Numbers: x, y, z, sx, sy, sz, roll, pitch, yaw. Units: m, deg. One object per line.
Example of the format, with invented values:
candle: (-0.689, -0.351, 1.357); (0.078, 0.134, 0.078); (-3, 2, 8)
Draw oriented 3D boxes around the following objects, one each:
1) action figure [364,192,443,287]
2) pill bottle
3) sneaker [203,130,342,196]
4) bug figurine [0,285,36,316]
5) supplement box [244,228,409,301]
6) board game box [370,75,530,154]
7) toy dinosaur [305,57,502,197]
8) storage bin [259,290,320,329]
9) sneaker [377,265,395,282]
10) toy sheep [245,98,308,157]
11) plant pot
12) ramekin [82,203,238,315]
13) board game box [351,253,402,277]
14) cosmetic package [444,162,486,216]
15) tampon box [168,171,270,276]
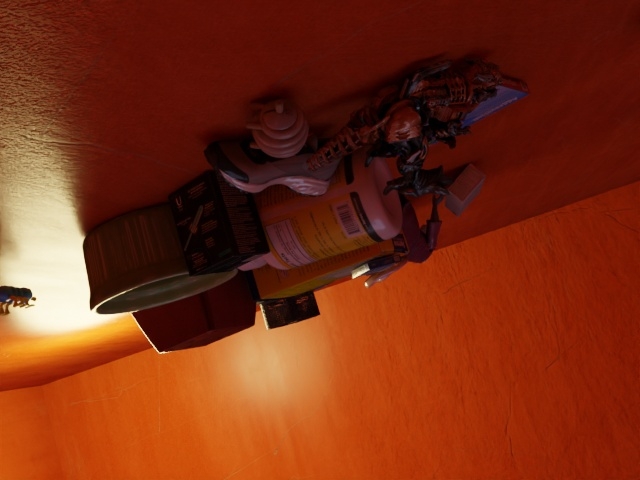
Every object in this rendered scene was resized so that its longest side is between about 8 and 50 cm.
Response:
action figure: (0.259, -0.001, 1.989); (0.248, 0.276, 0.370); (-29, 152, 25)
pill bottle: (-0.024, -0.051, 1.355); (0.334, 0.188, 0.188); (-17, 171, 21)
sneaker: (-0.073, -0.141, 1.134); (0.271, 0.100, 0.108); (-3, 138, -46)
bug figurine: (-0.743, 0.132, 1.424); (0.279, 0.072, 0.216); (-16, 165, 16)
supplement box: (0.000, 0.000, 1.680); (0.356, 0.195, 0.194); (-22, 170, 24)
board game box: (0.246, -0.234, 1.329); (0.281, 0.027, 0.145); (-26, 166, 37)
toy dinosaur: (0.135, -0.193, 1.126); (0.322, 0.164, 0.218); (-5, 148, 7)
storage bin: (-0.093, 0.217, 2.168); (0.122, 0.084, 0.180); (-20, 172, 23)
sneaker: (0.154, 0.016, 2.181); (0.099, 0.121, 0.262); (-38, -151, 7)
toy sheep: (-0.060, -0.165, 1.005); (0.091, 0.091, 0.132); (-17, 165, -5)
plant pot: (-0.308, 0.133, 1.700); (0.267, 0.236, 0.267); (-24, 167, 26)
ramekin: (-0.334, 0.036, 1.413); (0.303, 0.148, 0.303); (-17, 170, -3)
board game box: (0.130, 0.060, 1.609); (0.090, 0.020, 0.090); (-14, 171, -25)
cosmetic package: (0.401, -0.138, 1.938); (0.099, 0.060, 0.239); (-47, 169, -1)
tampon box: (-0.187, -0.031, 1.272); (0.120, 0.161, 0.101); (-24, 169, 36)
